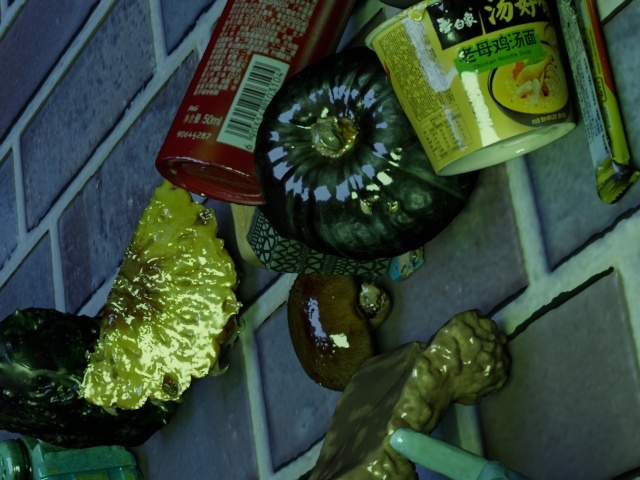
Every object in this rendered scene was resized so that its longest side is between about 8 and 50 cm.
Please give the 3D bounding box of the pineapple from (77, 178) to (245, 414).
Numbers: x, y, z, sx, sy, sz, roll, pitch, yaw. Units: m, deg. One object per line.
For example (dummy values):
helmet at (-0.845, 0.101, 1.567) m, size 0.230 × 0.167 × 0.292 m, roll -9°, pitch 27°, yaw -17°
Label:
pineapple at (-0.143, 0.079, 1.969) m, size 0.164 × 0.140 × 0.250 m, roll 76°, pitch -147°, yaw -74°

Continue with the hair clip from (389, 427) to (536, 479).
hair clip at (0.100, 0.307, 1.228) m, size 0.318 × 0.392 × 0.238 m, roll -65°, pitch 20°, yaw 0°

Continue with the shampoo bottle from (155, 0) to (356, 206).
shampoo bottle at (-0.042, -0.180, 1.701) m, size 0.118 × 0.076 × 0.314 m, roll 10°, pitch 64°, yaw 26°

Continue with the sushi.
sushi at (-0.262, 0.151, 2.037) m, size 0.127 × 0.225 × 0.124 m, roll -45°, pitch 37°, yaw 51°

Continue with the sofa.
sofa at (0.000, 0.000, 1.640) m, size 0.060 × 0.118 × 0.039 m, roll 55°, pitch 134°, yaw 49°

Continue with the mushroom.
mushroom at (0.017, 0.077, 1.684) m, size 0.127 × 0.087 × 0.127 m, roll 170°, pitch 90°, yaw -78°

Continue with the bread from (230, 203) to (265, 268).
bread at (-0.036, -0.081, 1.773) m, size 0.147 × 0.098 × 0.217 m, roll 115°, pitch 147°, yaw -53°

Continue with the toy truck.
toy truck at (-0.317, 0.328, 2.196) m, size 0.279 × 0.155 × 0.156 m, roll -52°, pitch 50°, yaw 46°

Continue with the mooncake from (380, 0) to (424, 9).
mooncake at (0.095, -0.296, 1.446) m, size 0.245 × 0.133 × 0.245 m, roll -54°, pitch 1°, yaw 2°

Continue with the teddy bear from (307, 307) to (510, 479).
teddy bear at (0.083, 0.228, 1.474) m, size 0.296 × 0.222 × 0.246 m, roll -49°, pitch 5°, yaw -27°

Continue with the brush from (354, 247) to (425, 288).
brush at (0.048, 0.025, 1.691) m, size 0.164 × 0.014 × 0.051 m, roll -37°, pitch 52°, yaw 56°

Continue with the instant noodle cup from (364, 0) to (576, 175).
instant noodle cup at (0.124, -0.125, 1.432) m, size 0.151 × 0.151 × 0.122 m, roll -34°, pitch 75°, yaw 56°

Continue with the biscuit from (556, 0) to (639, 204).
biscuit at (0.195, -0.166, 1.426) m, size 0.048 × 0.026 × 0.292 m, roll 132°, pitch 136°, yaw -55°

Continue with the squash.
squash at (0.038, -0.075, 1.557) m, size 0.193 × 0.156 × 0.193 m, roll -32°, pitch 44°, yaw 38°
